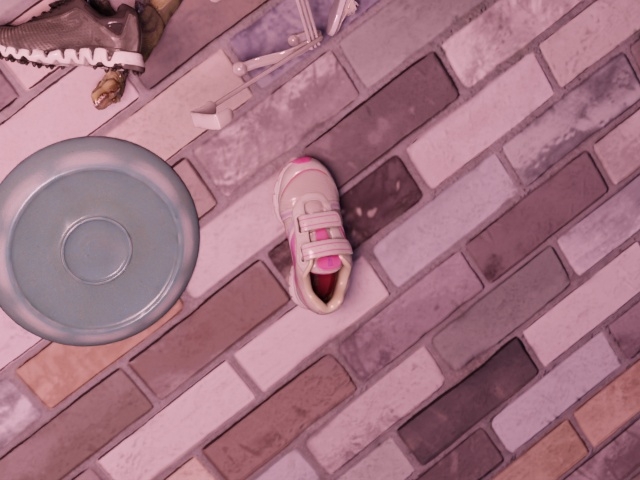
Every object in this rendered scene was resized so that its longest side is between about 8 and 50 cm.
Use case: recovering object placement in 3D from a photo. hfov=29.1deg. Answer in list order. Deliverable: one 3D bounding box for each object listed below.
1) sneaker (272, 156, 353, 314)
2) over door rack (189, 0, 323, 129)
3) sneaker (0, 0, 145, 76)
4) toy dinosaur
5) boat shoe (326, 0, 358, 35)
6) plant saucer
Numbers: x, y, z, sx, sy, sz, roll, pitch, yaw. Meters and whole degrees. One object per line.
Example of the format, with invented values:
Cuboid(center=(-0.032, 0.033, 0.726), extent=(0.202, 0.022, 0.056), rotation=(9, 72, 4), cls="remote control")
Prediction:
Cuboid(center=(0.000, 0.000, 1.834), extent=(0.103, 0.111, 0.252), rotation=(-16, 111, -15), cls="sneaker")
Cuboid(center=(-0.125, -0.316, 1.622), extent=(0.324, 0.108, 0.240), rotation=(-48, 127, -50), cls="over door rack")
Cuboid(center=(-0.337, -0.278, 1.615), extent=(0.234, 0.078, 0.106), rotation=(6, 92, 11), cls="sneaker")
Cuboid(center=(-0.251, -0.307, 1.679), extent=(0.118, 0.064, 0.268), rotation=(41, 85, -29), cls="toy dinosaur")
Cuboid(center=(0.038, -0.342, 1.784), extent=(0.035, 0.035, 0.100), rotation=(17, 94, -21), cls="boat shoe")
Cuboid(center=(-0.323, 0.010, 1.760), extent=(0.317, 0.043, 0.318), rotation=(-6, 109, -19), cls="plant saucer")
